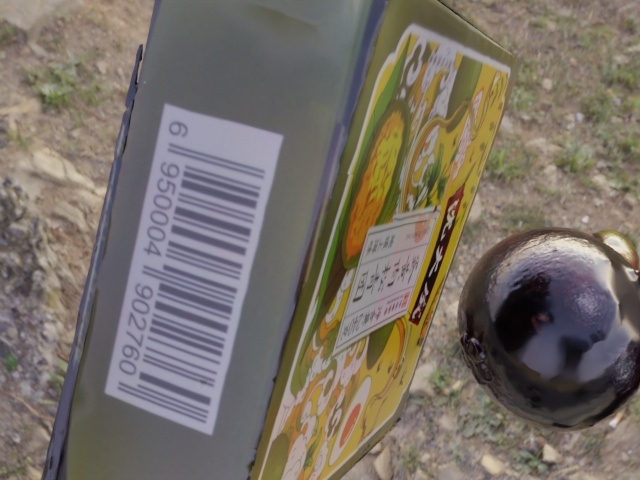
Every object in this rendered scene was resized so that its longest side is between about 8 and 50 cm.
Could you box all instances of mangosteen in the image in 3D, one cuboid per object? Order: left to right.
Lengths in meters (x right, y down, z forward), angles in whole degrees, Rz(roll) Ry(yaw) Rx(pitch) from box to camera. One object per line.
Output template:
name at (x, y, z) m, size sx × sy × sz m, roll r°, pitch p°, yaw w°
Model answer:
mangosteen at (0.282, 0.085, 0.981) m, size 0.265 × 0.228 × 0.228 m, roll -20°, pitch 63°, yaw -8°

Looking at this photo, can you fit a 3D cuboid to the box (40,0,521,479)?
box at (0.000, 0.000, 0.668) m, size 0.138 × 0.420 × 0.373 m, roll 19°, pitch 101°, yaw 19°
